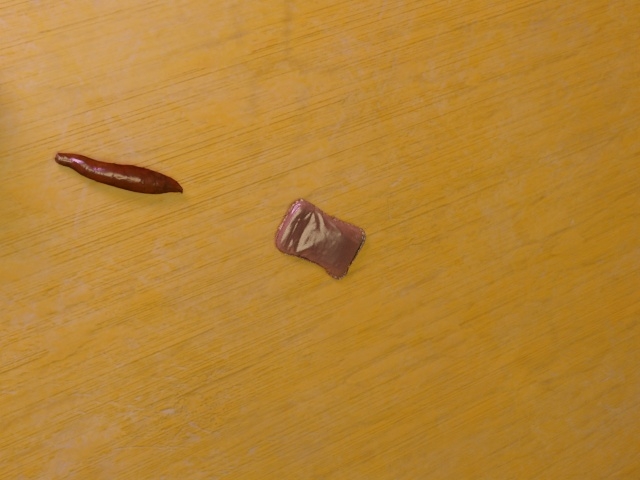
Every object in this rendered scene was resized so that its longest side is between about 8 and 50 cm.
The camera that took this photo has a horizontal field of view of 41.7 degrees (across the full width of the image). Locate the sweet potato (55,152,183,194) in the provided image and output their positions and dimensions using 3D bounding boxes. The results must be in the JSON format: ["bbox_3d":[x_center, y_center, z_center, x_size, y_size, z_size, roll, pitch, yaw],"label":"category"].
[{"bbox_3d":[-0.401,-0.131,1.698,0.264,0.057,0.057,13,99,-29],"label":"sweet potato"}]

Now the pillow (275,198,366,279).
[{"bbox_3d":[0.001,-0.003,1.936,0.211,0.034,0.135,28,95,-27],"label":"pillow"}]
